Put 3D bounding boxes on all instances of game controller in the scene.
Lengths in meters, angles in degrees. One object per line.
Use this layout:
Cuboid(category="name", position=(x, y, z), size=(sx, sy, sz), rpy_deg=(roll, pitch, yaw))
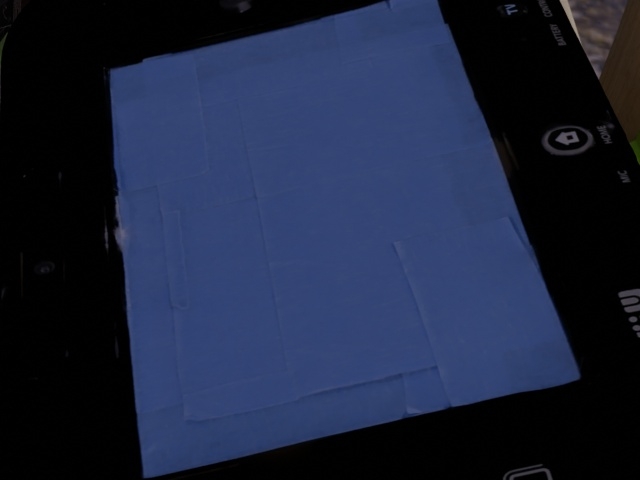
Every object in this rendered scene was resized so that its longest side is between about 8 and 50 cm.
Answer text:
Cuboid(category="game controller", position=(0.000, 0.000, 0.481), size=(0.166, 0.067, 0.319), rpy_deg=(-20, 37, 5))

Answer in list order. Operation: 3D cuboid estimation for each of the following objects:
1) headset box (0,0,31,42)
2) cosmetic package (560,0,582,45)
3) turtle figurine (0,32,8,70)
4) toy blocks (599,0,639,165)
Cuboid(category="headset box", position=(-0.164, -0.125, 0.891), size=(0.062, 0.032, 0.083), rpy_deg=(29, 46, 13))
Cuboid(category="cosmetic package", position=(-0.003, -0.032, 0.713), size=(0.183, 0.151, 0.151), rpy_deg=(1, 46, -8))
Cuboid(category="turtle figurine", position=(-0.214, -0.083, 0.698), size=(0.197, 0.275, 0.266), rpy_deg=(-2, 13, 29))
Cuboid(category="toy blocks", position=(0.298, -0.142, 0.855), size=(0.381, 0.261, 0.191), rpy_deg=(-12, 51, -23))
